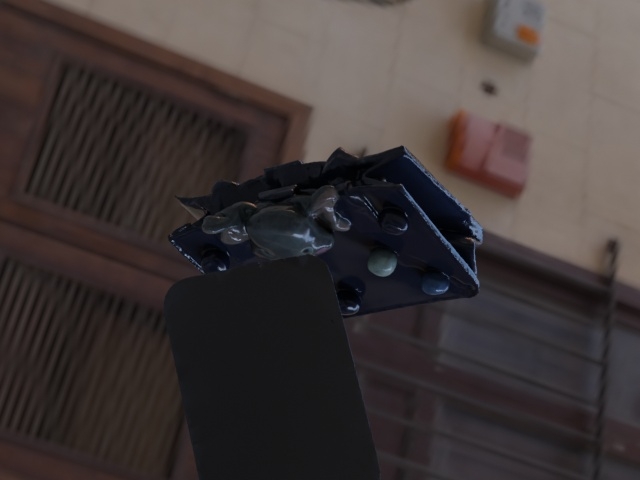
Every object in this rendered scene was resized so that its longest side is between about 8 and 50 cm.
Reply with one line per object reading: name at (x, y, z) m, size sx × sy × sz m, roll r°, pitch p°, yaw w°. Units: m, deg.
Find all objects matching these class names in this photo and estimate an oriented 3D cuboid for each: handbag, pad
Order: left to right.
pad at (-0.051, 0.149, 1.641) m, size 0.004 × 0.181 × 0.267 m, roll 91°, pitch -14°, yaw -70°
handbag at (0.000, 0.000, 1.889) m, size 0.325 × 0.269 × 0.118 m, roll -13°, pitch -128°, yaw 31°
